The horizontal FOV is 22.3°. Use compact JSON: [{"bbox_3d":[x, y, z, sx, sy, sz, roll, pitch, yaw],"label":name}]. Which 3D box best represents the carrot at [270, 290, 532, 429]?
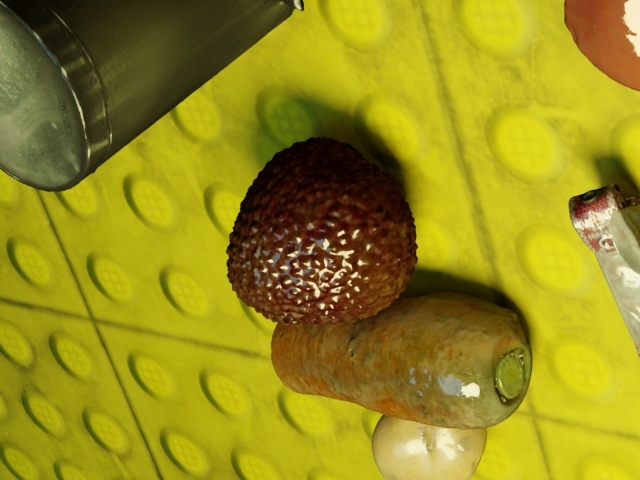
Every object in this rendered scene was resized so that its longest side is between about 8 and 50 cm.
[{"bbox_3d":[0.075,0.119,1.643,0.302,0.139,0.139,-4,121,46],"label":"carrot"}]

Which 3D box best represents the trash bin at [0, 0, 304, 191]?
[{"bbox_3d":[-0.181,-0.208,1.449,0.252,0.301,0.203,22,138,32],"label":"trash bin"}]

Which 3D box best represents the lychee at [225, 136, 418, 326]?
[{"bbox_3d":[0.003,-0.005,1.565,0.194,0.194,0.194,25,138,25],"label":"lychee"}]

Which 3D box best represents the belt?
[{"bbox_3d":[0.287,0.046,1.428,0.053,0.071,0.232,-10,120,40],"label":"belt"}]

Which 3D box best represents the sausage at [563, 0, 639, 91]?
[{"bbox_3d":[0.240,-0.219,1.163,0.148,0.148,0.254,22,129,29],"label":"sausage"}]

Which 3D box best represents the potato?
[{"bbox_3d":[0.112,0.212,1.714,0.112,0.112,0.147,48,133,-2],"label":"potato"}]
